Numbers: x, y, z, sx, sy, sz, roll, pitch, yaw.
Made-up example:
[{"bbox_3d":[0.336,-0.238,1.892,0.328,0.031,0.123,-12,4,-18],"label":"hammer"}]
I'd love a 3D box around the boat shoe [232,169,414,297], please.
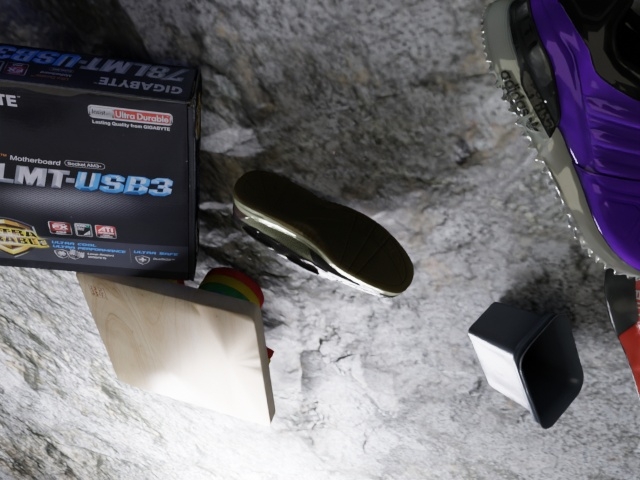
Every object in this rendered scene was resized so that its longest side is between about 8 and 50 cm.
[{"bbox_3d":[-0.001,0.000,0.831,0.224,0.080,0.073,30,145,4],"label":"boat shoe"}]

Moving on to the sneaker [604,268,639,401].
[{"bbox_3d":[0.397,0.121,0.737,0.145,0.090,0.270,-9,126,37],"label":"sneaker"}]

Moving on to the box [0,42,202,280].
[{"bbox_3d":[-0.286,-0.078,0.834,0.296,0.073,0.293,6,139,-6],"label":"box"}]

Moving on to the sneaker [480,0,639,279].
[{"bbox_3d":[0.257,-0.087,0.583,0.146,0.102,0.293,-18,123,38],"label":"sneaker"}]

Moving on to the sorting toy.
[{"bbox_3d":[-0.183,0.128,1.041,0.256,0.089,0.257,13,137,15],"label":"sorting toy"}]

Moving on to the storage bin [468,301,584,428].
[{"bbox_3d":[0.234,0.130,0.840,0.091,0.098,0.135,24,149,48],"label":"storage bin"}]
